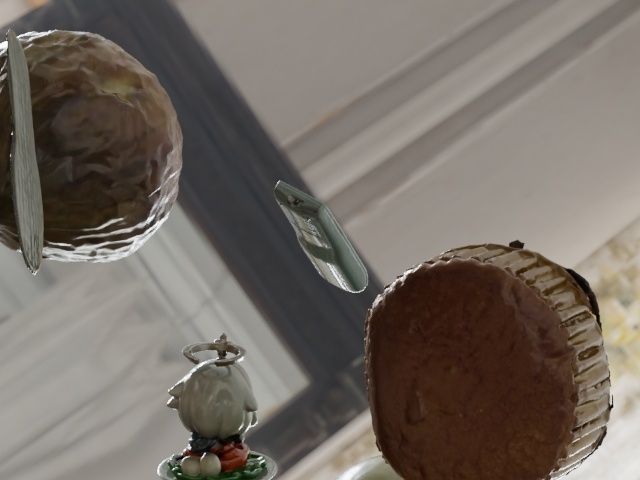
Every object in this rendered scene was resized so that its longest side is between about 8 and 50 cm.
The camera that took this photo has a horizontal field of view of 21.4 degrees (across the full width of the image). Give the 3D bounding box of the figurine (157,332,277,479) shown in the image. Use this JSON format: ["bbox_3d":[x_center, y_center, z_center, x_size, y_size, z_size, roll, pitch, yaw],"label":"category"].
[{"bbox_3d":[-0.110,0.180,1.787,0.132,0.132,0.153,15,-70,51],"label":"figurine"}]

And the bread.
[{"bbox_3d":[0.120,0.103,1.274,0.199,0.104,0.199,4,-80,27],"label":"bread"}]

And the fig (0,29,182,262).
[{"bbox_3d":[-0.343,-0.083,1.908,0.286,0.369,0.286,20,-58,36],"label":"fig"}]

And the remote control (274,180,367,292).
[{"bbox_3d":[0.000,0.000,1.632,0.061,0.029,0.162,26,-16,30],"label":"remote control"}]

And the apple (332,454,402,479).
[{"bbox_3d":[0.099,0.344,1.709,0.262,0.262,0.262,38,-32,29],"label":"apple"}]

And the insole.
[{"bbox_3d":[-0.207,-0.063,1.184,0.064,0.004,0.188,68,13,-66],"label":"insole"}]
